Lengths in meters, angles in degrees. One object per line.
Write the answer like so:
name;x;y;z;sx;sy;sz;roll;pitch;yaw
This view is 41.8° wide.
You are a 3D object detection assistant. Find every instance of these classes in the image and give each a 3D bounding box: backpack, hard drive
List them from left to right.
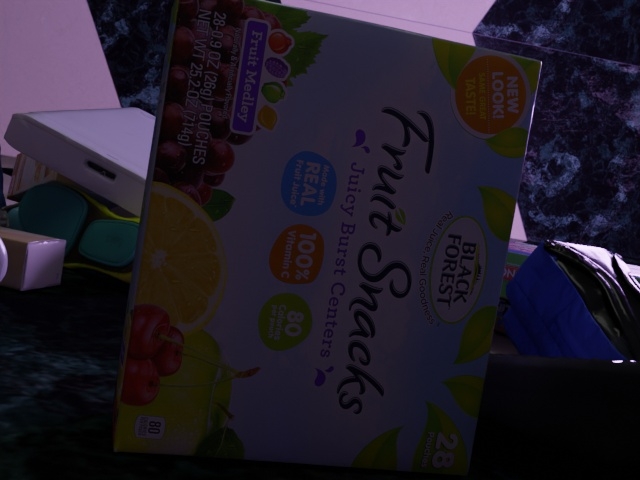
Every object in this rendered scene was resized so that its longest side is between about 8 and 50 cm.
hard drive;-0.192;-0.089;0.953;0.203;0.040;0.307;28;13;3
backpack;0.203;0.073;0.621;0.098;0.101;0.120;2;40;-31

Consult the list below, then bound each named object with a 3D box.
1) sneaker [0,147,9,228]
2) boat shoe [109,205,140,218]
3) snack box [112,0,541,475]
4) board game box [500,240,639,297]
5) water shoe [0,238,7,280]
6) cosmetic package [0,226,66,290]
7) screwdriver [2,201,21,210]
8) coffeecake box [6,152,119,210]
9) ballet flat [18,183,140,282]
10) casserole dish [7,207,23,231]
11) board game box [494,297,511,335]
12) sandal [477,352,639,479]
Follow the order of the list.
sneaker;-0.487;-0.100;0.942;0.330;0.147;0.130;10;5;16
boat shoe;-0.150;0.003;0.924;0.184;0.066;0.063;8;-5;-14
snack box;0.000;0.000;0.409;0.174;0.207;0.070;9;5;-15
board game box;0.227;0.034;0.832;0.317;0.046;0.213;13;5;26
water shoe;-0.326;-0.005;0.611;0.203;0.073;0.080;10;3;-6
cosmetic package;-0.281;0.009;0.703;0.115;0.041;0.060;11;5;13
screwdriver;-0.326;-0.045;0.926;0.025;0.024;0.170;39;5;-2
coffeecake box;-0.307;-0.076;1.096;0.142;0.068;0.185;18;-16;-35
ballet flat;-0.215;0.002;0.823;0.231;0.077;0.077;18;-12;42
casserole dish;-0.295;-0.017;1.007;0.114;0.037;0.188;12;5;24
board game box;0.234;0.078;0.891;0.141;0.048;0.170;9;5;-36
sandal;0.188;0.105;0.320;0.167;0.107;0.446;8;-7;-9
